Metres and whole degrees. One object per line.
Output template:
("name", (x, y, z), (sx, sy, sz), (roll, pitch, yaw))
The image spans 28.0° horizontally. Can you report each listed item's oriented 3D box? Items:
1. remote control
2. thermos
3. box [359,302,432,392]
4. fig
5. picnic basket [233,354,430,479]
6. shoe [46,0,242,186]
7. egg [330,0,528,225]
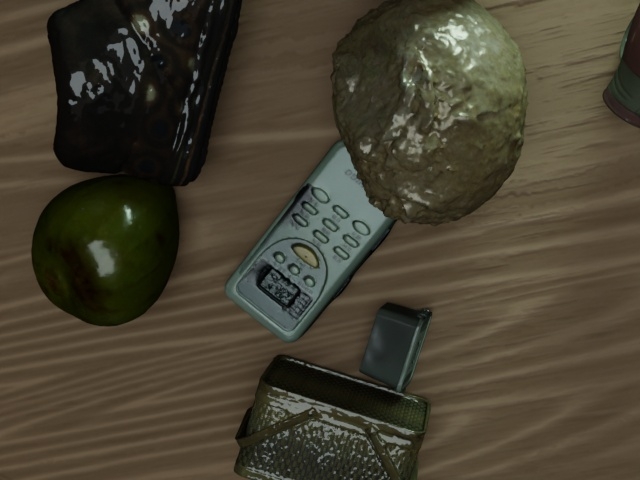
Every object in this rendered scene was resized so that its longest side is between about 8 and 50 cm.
("remote control", (0.000, 0.000, 1.814), (0.140, 0.056, 0.296), (39, 103, -2))
("thermos", (0.458, -0.272, 1.633), (0.146, 0.176, 0.265), (14, 130, -17))
("box", (0.106, 0.147, 1.815), (0.069, 0.084, 0.122), (19, 101, 14))
("fig", (-0.287, 0.005, 1.800), (0.225, 0.203, 0.203), (-41, 93, -32))
("picnic basket", (0.018, 0.275, 1.801), (0.266, 0.165, 0.139), (17, 102, 5))
("shoe", (-0.246, -0.269, 1.712), (0.237, 0.171, 0.384), (9, 105, -20))
("egg", (0.143, -0.177, 1.667), (0.279, 0.279, 0.310), (-6, 84, 8))
